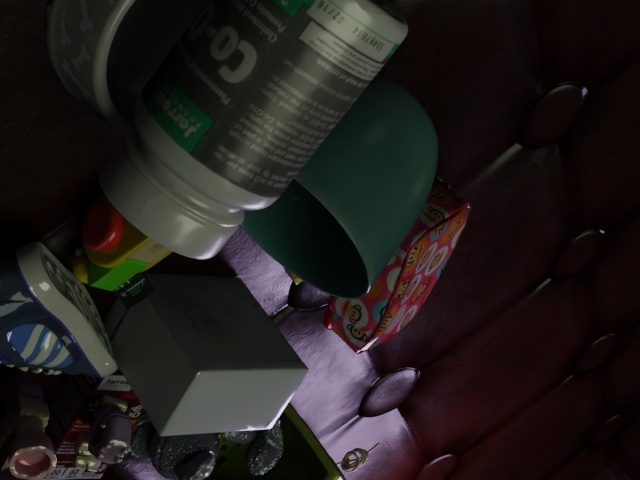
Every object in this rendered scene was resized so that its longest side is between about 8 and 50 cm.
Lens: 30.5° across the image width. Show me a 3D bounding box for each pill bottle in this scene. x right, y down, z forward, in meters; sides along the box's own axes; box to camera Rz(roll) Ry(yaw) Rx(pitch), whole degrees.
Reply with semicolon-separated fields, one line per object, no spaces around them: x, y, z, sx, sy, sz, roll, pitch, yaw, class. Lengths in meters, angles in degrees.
-0.084;-0.165;1.346;0.361;0.204;0.204;-51;144;16;pill bottle

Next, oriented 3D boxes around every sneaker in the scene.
-0.439;0.136;1.628;0.236;0.130;0.323;-25;149;-3;sneaker

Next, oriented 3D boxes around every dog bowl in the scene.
-0.155;-0.261;1.441;0.348;0.102;0.349;-24;143;-19;dog bowl

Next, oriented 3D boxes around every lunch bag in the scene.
0.143;0.037;2.006;0.258;0.120;0.293;-27;149;-50;lunch bag

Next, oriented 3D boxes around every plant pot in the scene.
0.025;-0.102;1.639;0.235;0.293;0.293;-48;149;-22;plant pot
-0.084;0.445;2.204;0.227;0.228;0.207;-38;153;-1;plant pot

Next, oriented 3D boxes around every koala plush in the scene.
-0.199;0.315;1.950;0.221;0.196;0.203;-34;140;-35;koala plush

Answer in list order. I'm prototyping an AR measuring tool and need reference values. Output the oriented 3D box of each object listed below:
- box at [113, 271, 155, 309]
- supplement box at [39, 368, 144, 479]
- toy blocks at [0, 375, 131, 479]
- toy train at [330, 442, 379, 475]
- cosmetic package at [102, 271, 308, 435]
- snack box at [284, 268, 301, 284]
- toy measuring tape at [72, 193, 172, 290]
-0.287;0.048;1.702;0.052;0.062;0.083;-34;145;-5;box
-0.365;0.279;1.885;0.130;0.073;0.239;9;123;-46;supplement box
-0.448;0.375;1.689;0.309;0.260;0.289;20;116;-32;toy blocks
-0.008;0.448;2.388;0.248;0.105;0.143;-36;132;-4;toy train
-0.180;0.171;1.796;0.224;0.225;0.138;5;127;-46;cosmetic package
0.000;0.000;1.931;0.141;0.037;0.100;-32;147;-11;snack box
-0.222;-0.045;1.580;0.330;0.121;0.121;-34;150;26;toy measuring tape
